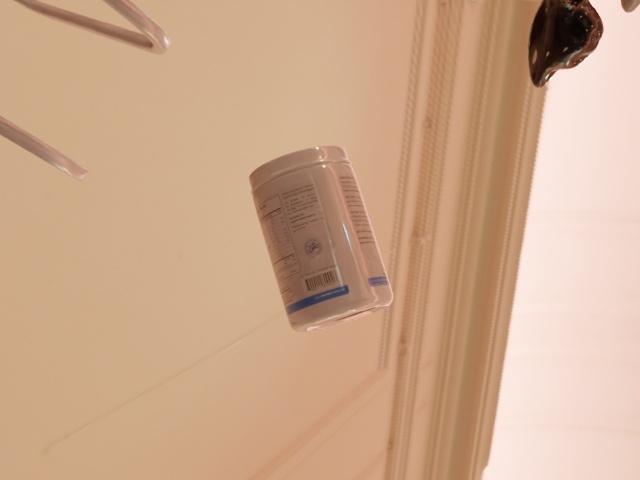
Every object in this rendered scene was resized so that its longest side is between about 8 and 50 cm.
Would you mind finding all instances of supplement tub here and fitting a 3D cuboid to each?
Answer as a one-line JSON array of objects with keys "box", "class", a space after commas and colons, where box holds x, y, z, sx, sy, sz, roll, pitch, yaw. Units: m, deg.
[{"box": [0.000, 0.000, 0.598, 0.071, 0.071, 0.107, -23, -102, 32], "class": "supplement tub"}]

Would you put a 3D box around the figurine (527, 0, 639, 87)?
[{"box": [0.248, -0.255, 0.766, 0.092, 0.215, 0.209, 38, -25, 33], "class": "figurine"}]

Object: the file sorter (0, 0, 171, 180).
[{"box": [-0.191, -0.083, 0.380, 0.193, 0.173, 0.277, 28, -96, 46], "class": "file sorter"}]
